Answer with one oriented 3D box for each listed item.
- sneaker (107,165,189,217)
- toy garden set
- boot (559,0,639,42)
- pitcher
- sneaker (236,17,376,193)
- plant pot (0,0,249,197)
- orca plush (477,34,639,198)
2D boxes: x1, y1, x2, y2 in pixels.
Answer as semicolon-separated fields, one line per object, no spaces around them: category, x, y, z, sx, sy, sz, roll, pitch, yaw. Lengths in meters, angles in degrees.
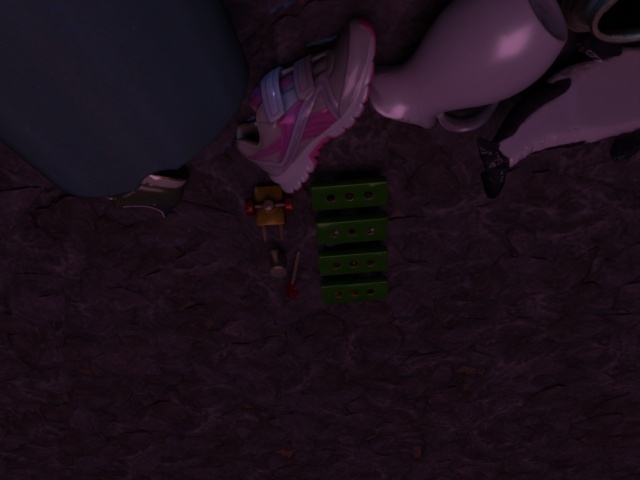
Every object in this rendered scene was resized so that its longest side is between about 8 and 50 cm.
sneaker;-0.286;-0.081;0.846;0.192;0.064;0.086;13;125;-17
toy garden set;0.000;0.000;0.941;0.204;0.049;0.244;-5;133;0
boot;0.367;-0.269;0.622;0.213;0.165;0.077;-22;109;18
pitcher;0.186;-0.201;0.713;0.178;0.125;0.207;15;152;-37
sneaker;-0.025;-0.169;0.749;0.111;0.102;0.252;23;127;-22
plant pot;-0.245;-0.238;0.555;0.342;0.341;0.334;-17;138;13
orca plush;0.311;-0.150;0.767;0.287;0.102;0.151;-41;98;-4
